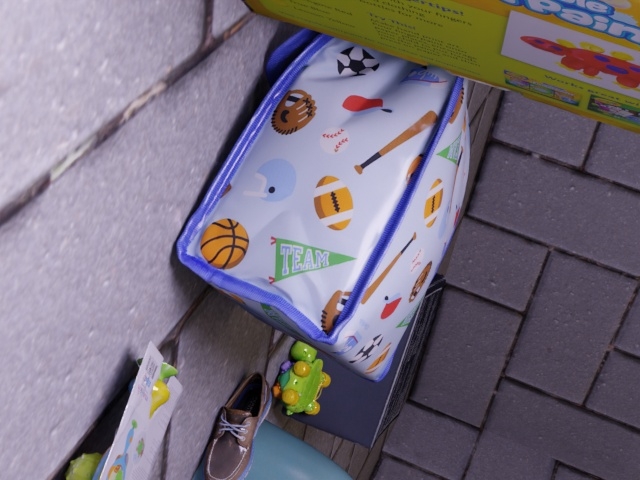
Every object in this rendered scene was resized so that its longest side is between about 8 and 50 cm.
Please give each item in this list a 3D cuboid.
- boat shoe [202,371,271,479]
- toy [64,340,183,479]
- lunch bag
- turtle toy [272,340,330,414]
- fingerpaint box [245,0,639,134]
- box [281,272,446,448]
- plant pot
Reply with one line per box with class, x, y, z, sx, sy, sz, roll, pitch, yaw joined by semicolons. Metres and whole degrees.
boat shoe;-0.118;0.257;1.377;0.066;0.066;0.183;91;13;-45
toy;-0.204;0.222;0.953;0.137;0.056;0.237;78;30;-62
lunch bag;0.044;-0.071;1.120;0.385;0.239;0.328;-60;165;-6
turtle toy;-0.034;0.224;1.650;0.095;0.066;0.130;38;69;-53
fingerpaint box;0.131;-0.230;0.726;0.371;0.445;0.163;21;88;-77
box;0.084;0.181;1.812;0.294;0.183;0.296;-5;113;-78
plant pot;-0.063;0.427;1.474;0.293;0.235;0.293;20;90;-78
